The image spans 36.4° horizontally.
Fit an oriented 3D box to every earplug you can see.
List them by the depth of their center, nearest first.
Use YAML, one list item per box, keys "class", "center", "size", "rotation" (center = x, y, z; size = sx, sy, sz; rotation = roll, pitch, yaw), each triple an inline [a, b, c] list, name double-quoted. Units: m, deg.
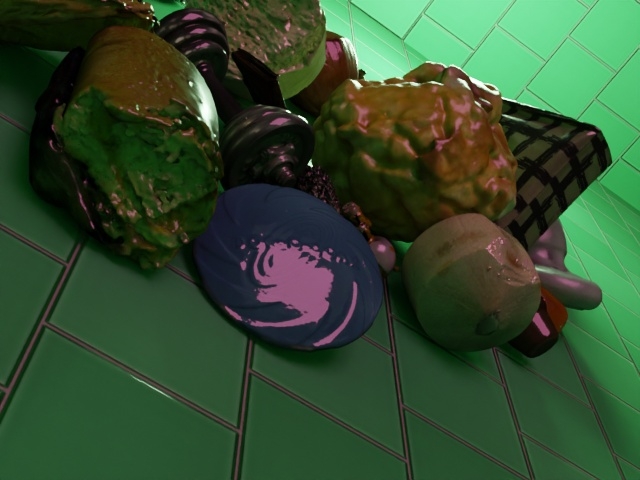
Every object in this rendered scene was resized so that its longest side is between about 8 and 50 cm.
- class: "earplug"
  center: [0.475, 0.042, 2.098]
  size: [0.214, 0.175, 0.326]
  rotation: [14, 31, -33]

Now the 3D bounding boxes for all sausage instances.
- class: "sausage"
  center: [0.382, 0.105, 1.938]
  size: [0.238, 0.098, 0.098]
  rotation: [39, 21, -1]

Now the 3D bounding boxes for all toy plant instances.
- class: "toy plant"
  center: [0.354, 0.128, 1.825]
  size: [0.142, 0.105, 0.200]
  rotation: [-20, 55, -27]

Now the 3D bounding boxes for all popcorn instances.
- class: "popcorn"
  center: [0.179, -0.144, 1.819]
  size: [0.389, 0.354, 0.344]
  rotation: [-13, 54, -10]

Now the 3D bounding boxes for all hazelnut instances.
- class: "hazelnut"
  center: [0.007, -0.371, 2.176]
  size: [0.210, 0.186, 0.210]
  rotation: [29, 4, -2]

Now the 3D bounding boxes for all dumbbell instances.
- class: "dumbbell"
  center: [-0.162, -0.227, 1.622]
  size: [0.179, 0.179, 0.406]
  rotation: [6, 38, -54]

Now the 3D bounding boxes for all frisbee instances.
- class: "frisbee"
  center: [-0.037, 0.023, 1.352]
  size: [0.289, 0.049, 0.290]
  rotation: [16, 46, -17]

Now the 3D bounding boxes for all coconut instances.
- class: "coconut"
  center: [0.258, 0.076, 1.643]
  size: [0.241, 0.241, 0.241]
  rotation: [32, 22, -15]

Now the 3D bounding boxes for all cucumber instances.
- class: "cucumber"
  center: [0.000, 0.000, 1.535]
  size: [0.096, 0.096, 0.359]
  rotation: [29, 23, -23]

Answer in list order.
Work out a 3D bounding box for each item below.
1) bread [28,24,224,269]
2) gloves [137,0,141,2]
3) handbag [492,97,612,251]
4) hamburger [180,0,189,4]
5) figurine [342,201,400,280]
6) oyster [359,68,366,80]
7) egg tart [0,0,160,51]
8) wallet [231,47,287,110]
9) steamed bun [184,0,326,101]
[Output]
- class: "bread"
  center: [-0.248, -0.152, 1.320]
  size: [0.251, 0.208, 0.377]
  rotation: [35, 17, -22]
- class: "gloves"
  center: [-0.422, -0.482, 1.816]
  size: [0.129, 0.106, 0.180]
  rotation: [46, 19, 14]
- class: "handbag"
  center: [0.390, -0.142, 2.073]
  size: [0.327, 0.325, 0.162]
  rotation: [35, -14, 47]
- class: "hamburger"
  center: [-0.354, -0.686, 2.223]
  size: [0.276, 0.195, 0.318]
  rotation: [30, 21, -25]
- class: "figurine"
  center: [0.079, 0.001, 1.650]
  size: [0.143, 0.068, 0.101]
  rotation: [63, 4, 1]
- class: "oyster"
  center: [0.158, -0.282, 2.307]
  size: [0.337, 0.133, 0.197]
  rotation: [46, 20, 14]
- class: "egg tart"
  center: [-0.378, -0.343, 1.439]
  size: [0.278, 0.095, 0.279]
  rotation: [-2, 0, 0]
- class: "wallet"
  center: [-0.093, -0.248, 1.808]
  size: [0.137, 0.031, 0.255]
  rotation: [45, -12, 32]
- class: "steamed bun"
  center: [-0.153, -0.410, 1.969]
  size: [0.290, 0.272, 0.273]
  rotation: [51, -11, 28]
